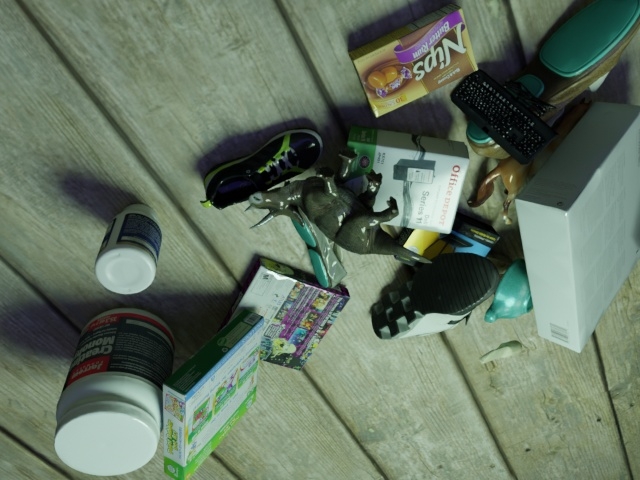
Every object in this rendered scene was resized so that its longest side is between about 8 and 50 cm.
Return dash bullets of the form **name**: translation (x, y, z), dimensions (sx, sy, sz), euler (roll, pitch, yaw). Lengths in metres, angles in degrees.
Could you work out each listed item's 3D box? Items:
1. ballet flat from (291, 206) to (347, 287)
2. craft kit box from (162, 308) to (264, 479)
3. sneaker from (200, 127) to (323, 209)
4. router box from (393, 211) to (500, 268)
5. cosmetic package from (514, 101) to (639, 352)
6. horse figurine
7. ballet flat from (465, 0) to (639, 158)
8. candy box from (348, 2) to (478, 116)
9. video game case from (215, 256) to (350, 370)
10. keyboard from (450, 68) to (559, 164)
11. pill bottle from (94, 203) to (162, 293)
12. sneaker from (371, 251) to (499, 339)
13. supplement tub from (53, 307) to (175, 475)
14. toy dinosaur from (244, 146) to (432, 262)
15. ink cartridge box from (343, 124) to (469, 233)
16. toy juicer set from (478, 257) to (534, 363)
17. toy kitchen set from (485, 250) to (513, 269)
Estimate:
- **ballet flat**: translation (0.000, 0.000, 1.054), dimensions (0.068, 0.072, 0.213), euler (-35, 126, -20)
- **craft kit box**: translation (-0.204, 0.297, 1.051), dimensions (0.061, 0.250, 0.246), euler (19, 122, 20)
- **sneaker**: translation (-0.097, -0.112, 0.936), dimensions (0.235, 0.097, 0.084), euler (-26, 123, 7)
- **router box**: translation (0.254, 0.004, 1.102), dimensions (0.179, 0.046, 0.133), euler (19, 118, -21)
- **cosmetic package**: translation (0.494, -0.017, 1.001), dimensions (0.284, 0.098, 0.377), euler (-44, 131, -21)
- **horse figurine**: translation (0.408, -0.136, 1.030), dimensions (0.264, 0.066, 0.174), euler (-24, 130, 2)
- **ballet flat**: translation (0.408, -0.265, 0.931), dimensions (0.342, 0.116, 0.124), euler (-45, 139, 19)
- **candy box**: translation (0.154, -0.295, 0.891), dimensions (0.187, 0.053, 0.109), euler (-23, 123, 7)
- **video game case**: translation (-0.083, 0.163, 1.146), dimensions (0.210, 0.041, 0.232), euler (21, 117, -21)
- **keyboard**: translation (0.304, -0.220, 0.891), dimensions (0.100, 0.192, 0.038), euler (-47, 152, 18)
- **pill bottle**: translation (-0.323, 0.006, 0.928), dimensions (0.094, 0.169, 0.094), euler (-4, 123, -7)
- **sneaker**: translation (0.255, 0.117, 1.100), dimensions (0.146, 0.122, 0.330), euler (8, 153, -30)
- **supplement tub**: translation (-0.384, 0.277, 1.029), dimensions (0.191, 0.272, 0.191), euler (-5, 122, -7)
- **toy dinosaur**: translation (0.043, -0.047, 0.908), dimensions (0.314, 0.121, 0.160), euler (27, 136, -2)
- **ink cartridge box**: translation (0.144, -0.108, 0.959), dimensions (0.209, 0.086, 0.152), euler (8, 121, 3)
- **toy juicer set**: translation (0.406, 0.116, 1.123), dimensions (0.328, 0.090, 0.209), euler (-60, 144, -8)
- **toy kitchen set**: translation (0.367, 0.077, 1.155), dimensions (0.075, 0.068, 0.083), euler (14, 119, -18)
